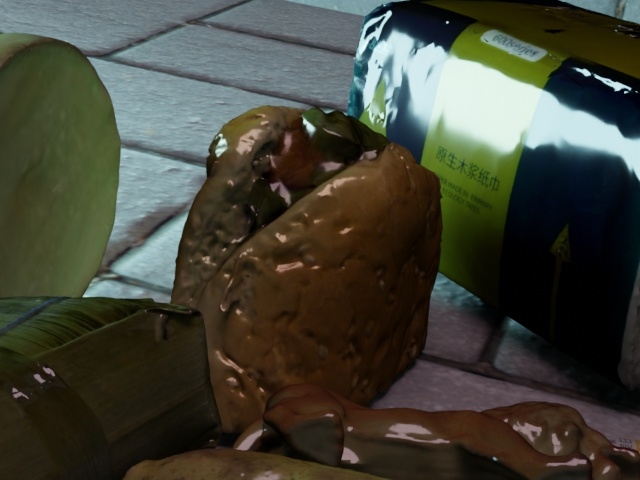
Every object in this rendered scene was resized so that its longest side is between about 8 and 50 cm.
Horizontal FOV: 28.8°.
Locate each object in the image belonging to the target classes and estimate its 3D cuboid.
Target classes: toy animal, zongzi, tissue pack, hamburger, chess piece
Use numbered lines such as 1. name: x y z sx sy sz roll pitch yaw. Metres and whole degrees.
1. toy animal: 0.056 0.140 0.783 0.312 0.097 0.157 7 9 2
2. zongzi: -0.233 0.107 0.718 0.274 0.125 0.250 5 18 33
3. tissue pack: 0.234 -0.067 1.131 0.264 0.253 0.416 -6 24 -33
4. hamburger: -0.002 -0.003 0.943 0.162 0.209 0.330 17 25 21
5. chess piece: -0.398 -0.079 0.969 0.442 0.234 0.234 13 22 18

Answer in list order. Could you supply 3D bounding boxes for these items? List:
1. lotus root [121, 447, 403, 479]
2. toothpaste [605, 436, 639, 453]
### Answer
1. lotus root: 0.018 0.170 0.650 0.258 0.110 0.097 7 42 13
2. toothpaste: 0.187 0.150 0.869 0.190 0.031 0.048 8 22 5
